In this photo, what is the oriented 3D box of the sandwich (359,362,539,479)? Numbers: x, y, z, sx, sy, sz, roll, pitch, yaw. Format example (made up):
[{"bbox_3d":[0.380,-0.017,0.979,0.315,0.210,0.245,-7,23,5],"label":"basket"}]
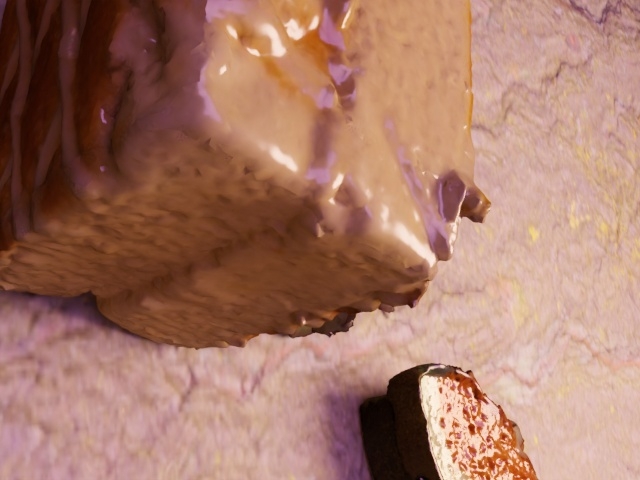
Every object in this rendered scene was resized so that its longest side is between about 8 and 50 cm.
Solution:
[{"bbox_3d":[0.152,0.255,0.869,0.292,0.109,0.212,54,43,-16],"label":"sandwich"}]

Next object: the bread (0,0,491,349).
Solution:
[{"bbox_3d":[-0.088,-0.134,0.612,0.279,0.371,0.391,15,68,-35],"label":"bread"}]

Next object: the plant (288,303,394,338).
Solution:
[{"bbox_3d":[0.000,0.000,0.806,0.131,0.142,0.203,-7,71,-51],"label":"plant"}]
